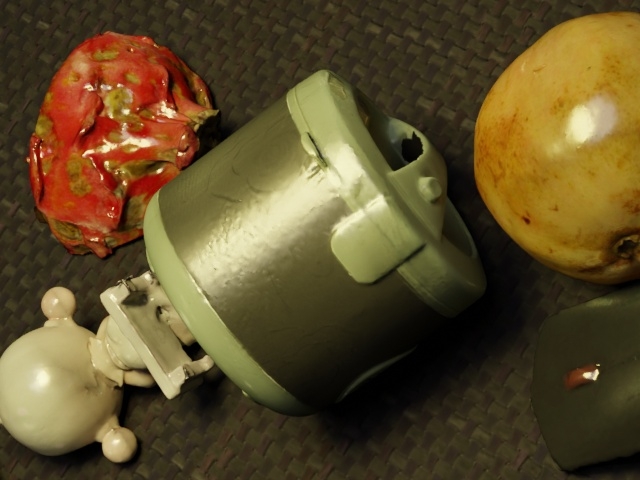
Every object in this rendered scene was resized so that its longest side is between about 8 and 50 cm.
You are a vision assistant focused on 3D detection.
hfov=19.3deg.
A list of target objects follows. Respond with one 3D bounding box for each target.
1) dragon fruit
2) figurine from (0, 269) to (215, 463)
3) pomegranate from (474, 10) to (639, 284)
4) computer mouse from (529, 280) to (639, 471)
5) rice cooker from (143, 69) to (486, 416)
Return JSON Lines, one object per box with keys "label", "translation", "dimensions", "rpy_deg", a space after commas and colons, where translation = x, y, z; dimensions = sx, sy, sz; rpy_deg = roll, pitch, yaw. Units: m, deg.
{"label": "dragon fruit", "translation": [-0.198, -0.119, 2.053], "dimensions": [0.211, 0.134, 0.262], "rpy_deg": [6, 72, 28]}
{"label": "figurine", "translation": [-0.241, 0.144, 1.969], "dimensions": [0.256, 0.182, 0.144], "rpy_deg": [-35, 14, 20]}
{"label": "pomegranate", "translation": [0.261, -0.098, 1.730], "dimensions": [0.252, 0.229, 0.270], "rpy_deg": [-48, 34, 34]}
{"label": "computer mouse", "translation": [0.314, 0.109, 1.693], "dimensions": [0.295, 0.087, 0.168], "rpy_deg": [-16, 65, 25]}
{"label": "rice cooker", "translation": [0.003, 0.000, 1.809], "dimensions": [0.277, 0.288, 0.288], "rpy_deg": [-36, 56, 10]}
